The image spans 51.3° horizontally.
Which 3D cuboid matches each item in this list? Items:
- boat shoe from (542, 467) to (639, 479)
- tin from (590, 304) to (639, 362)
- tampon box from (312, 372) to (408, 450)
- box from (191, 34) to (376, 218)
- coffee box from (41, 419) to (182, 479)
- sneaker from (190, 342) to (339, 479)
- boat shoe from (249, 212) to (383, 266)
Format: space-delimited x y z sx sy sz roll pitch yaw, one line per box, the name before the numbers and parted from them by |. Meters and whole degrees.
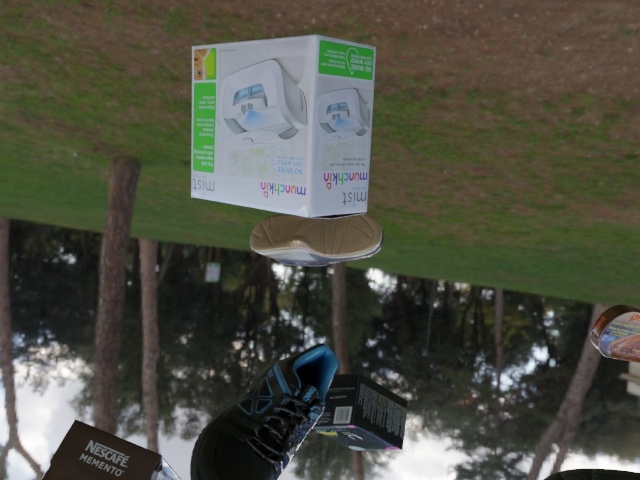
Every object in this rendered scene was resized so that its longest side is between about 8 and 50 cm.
boat shoe | 0.308 0.250 0.491 0.320 0.103 0.118 -10 -161 44
tin | 0.605 0.180 1.288 0.190 0.106 0.040 13 -154 -24
tampon box | 0.072 0.334 1.285 0.120 0.101 0.161 -15 141 39
box | -0.060 -0.161 0.952 0.262 0.231 0.127 13 -167 43
coffee box | -0.284 0.364 0.969 0.141 0.098 0.246 18 150 11
sneaker | -0.076 0.266 0.987 0.140 0.125 0.341 -39 -170 30
boat shoe | 0.000 0.000 1.255 0.285 0.102 0.092 -4 155 33
